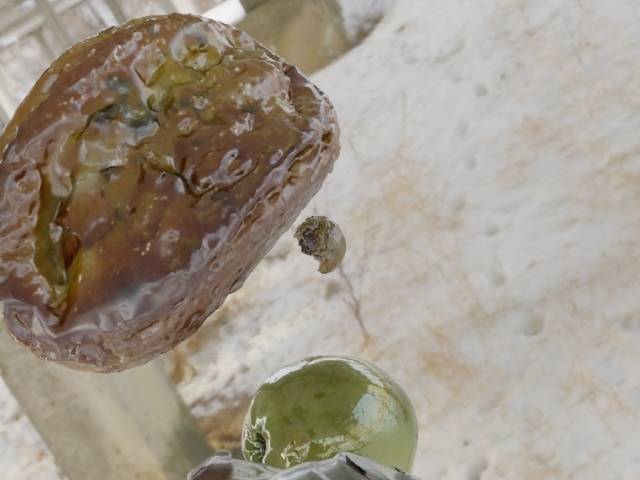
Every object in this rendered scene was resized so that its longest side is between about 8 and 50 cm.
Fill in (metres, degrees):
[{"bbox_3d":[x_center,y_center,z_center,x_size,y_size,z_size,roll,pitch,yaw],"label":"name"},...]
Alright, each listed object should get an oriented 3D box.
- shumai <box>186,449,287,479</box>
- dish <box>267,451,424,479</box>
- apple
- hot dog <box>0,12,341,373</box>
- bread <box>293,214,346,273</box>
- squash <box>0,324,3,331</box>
[{"bbox_3d":[-0.047,0.404,1.586,0.217,0.283,0.346,-45,1,-13],"label":"shumai"},{"bbox_3d":[0.065,0.267,1.001,0.085,0.260,0.260,-62,17,-3],"label":"dish"},{"bbox_3d":[0.014,0.397,2.118,0.357,0.357,0.357,-28,13,7],"label":"apple"},{"bbox_3d":[-0.151,-0.056,0.970,0.387,0.267,0.174,-50,-17,-25],"label":"hot dog"},{"bbox_3d":[0.000,0.000,1.908,0.060,0.113,0.082,9,-55,-52],"label":"bread"},{"bbox_3d":[-0.781,0.197,2.245,0.220,0.133,0.220,-10,47,10],"label":"squash"}]
